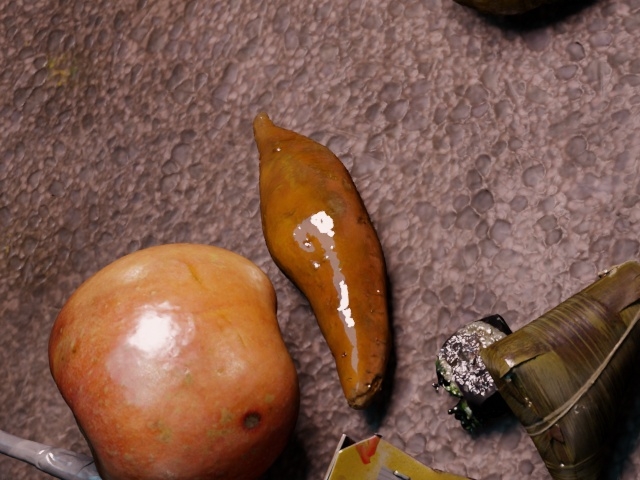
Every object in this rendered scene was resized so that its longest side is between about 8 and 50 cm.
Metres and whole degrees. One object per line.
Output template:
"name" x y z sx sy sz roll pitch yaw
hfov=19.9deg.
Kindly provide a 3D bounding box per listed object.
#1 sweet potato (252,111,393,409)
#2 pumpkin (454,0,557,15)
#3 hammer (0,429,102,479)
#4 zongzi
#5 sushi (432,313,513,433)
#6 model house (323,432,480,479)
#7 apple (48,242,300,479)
"sweet potato" 0.000 -0.005 1.770 0.112 0.112 0.359 -36 51 13
"pumpkin" 0.185 -0.315 1.775 0.219 0.162 0.219 -1 69 3
"hammer" -0.292 0.206 1.841 0.427 0.044 0.152 14 43 21
"zongzi" 0.255 0.127 1.575 0.187 0.184 0.084 -32 10 -12
"sushi" 0.144 0.119 1.651 0.085 0.056 0.083 -34 55 13
"model house" 0.045 0.288 1.605 0.136 0.207 0.219 5 72 68
"apple" -0.128 0.126 1.711 0.253 0.253 0.253 -13 62 27
